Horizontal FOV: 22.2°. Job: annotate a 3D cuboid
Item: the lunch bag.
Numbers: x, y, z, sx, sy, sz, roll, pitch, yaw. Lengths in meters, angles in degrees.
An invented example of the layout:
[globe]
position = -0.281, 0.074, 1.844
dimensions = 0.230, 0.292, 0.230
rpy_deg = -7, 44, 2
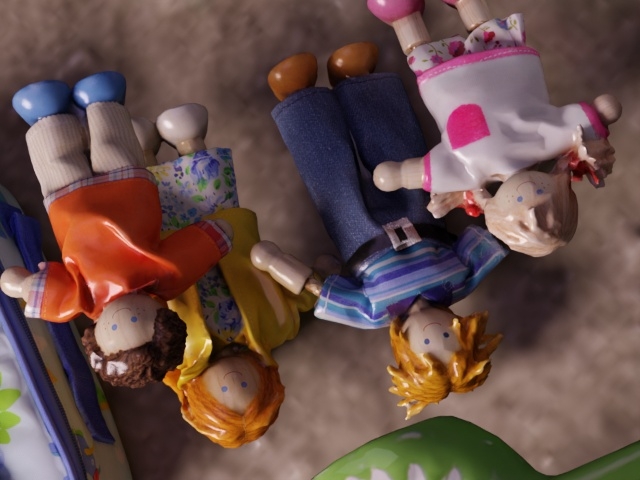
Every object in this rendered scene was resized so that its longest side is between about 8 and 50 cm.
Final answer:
[lunch bag]
position = -0.192, 0.075, 0.753
dimensions = 0.176, 0.090, 0.219
rpy_deg = -28, 71, 9

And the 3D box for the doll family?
[doll family]
position = 0.000, 0.000, 0.702
dimensions = 0.262, 0.118, 0.163
rpy_deg = -18, 65, -4

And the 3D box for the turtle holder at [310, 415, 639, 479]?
[turtle holder]
position = 0.119, 0.164, 0.529
dimensions = 0.320, 0.243, 0.227
rpy_deg = -33, 68, 19
